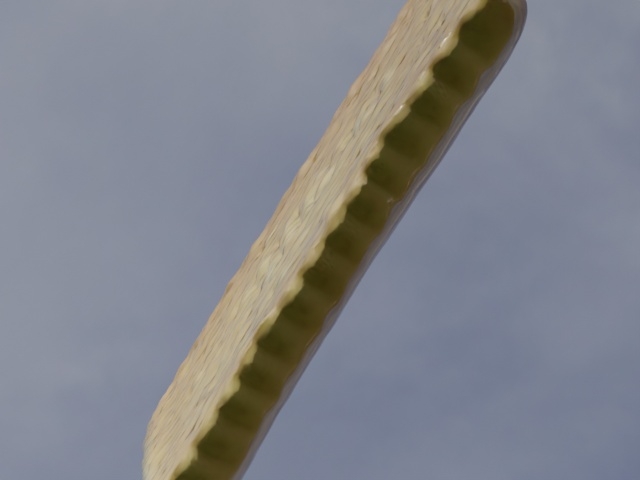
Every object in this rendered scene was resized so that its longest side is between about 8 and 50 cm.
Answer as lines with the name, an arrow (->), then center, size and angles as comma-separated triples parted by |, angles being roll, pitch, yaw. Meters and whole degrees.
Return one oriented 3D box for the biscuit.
biscuit -> 0.001, 0.000, 0.746 | 0.030, 0.160, 0.250 | 31, -85, -9
